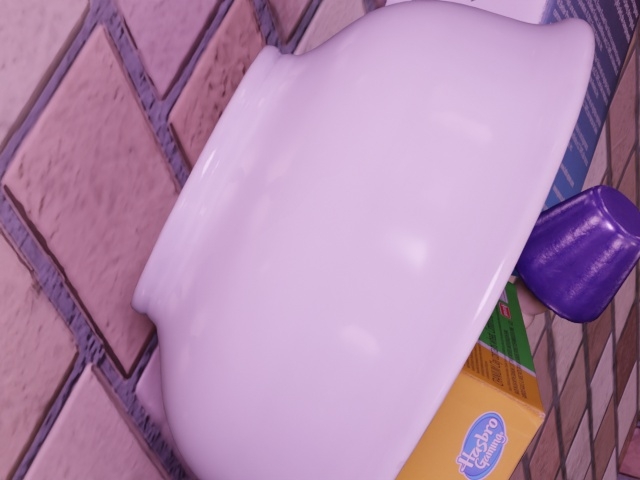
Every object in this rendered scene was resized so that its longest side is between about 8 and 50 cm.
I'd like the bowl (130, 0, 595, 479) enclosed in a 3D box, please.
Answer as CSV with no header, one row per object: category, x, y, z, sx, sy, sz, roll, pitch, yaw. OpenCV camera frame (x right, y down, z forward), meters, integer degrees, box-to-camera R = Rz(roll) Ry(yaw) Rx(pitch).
bowl,0.000,0.000,0.739,0.298,0.134,0.298,-63,-178,4

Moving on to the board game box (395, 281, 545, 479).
board game box,0.014,0.175,0.864,0.317,0.064,0.242,-62,-177,13

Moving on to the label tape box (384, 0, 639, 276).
label tape box,0.142,-0.166,1.070,0.249,0.115,0.348,34,73,-68

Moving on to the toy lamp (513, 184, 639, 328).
toy lamp,0.102,0.067,1.010,0.275,0.080,0.080,-47,173,29
